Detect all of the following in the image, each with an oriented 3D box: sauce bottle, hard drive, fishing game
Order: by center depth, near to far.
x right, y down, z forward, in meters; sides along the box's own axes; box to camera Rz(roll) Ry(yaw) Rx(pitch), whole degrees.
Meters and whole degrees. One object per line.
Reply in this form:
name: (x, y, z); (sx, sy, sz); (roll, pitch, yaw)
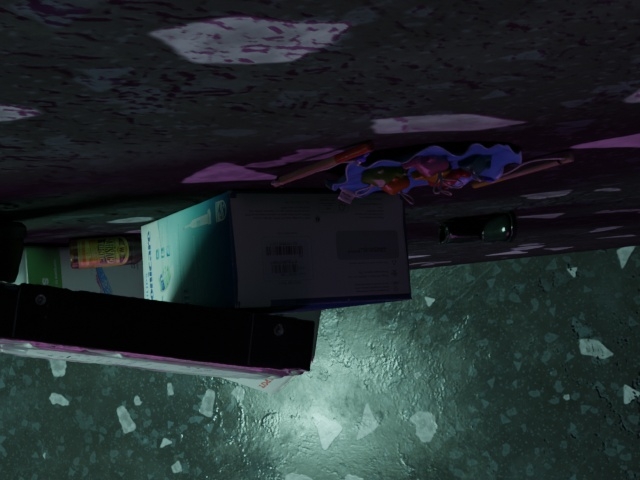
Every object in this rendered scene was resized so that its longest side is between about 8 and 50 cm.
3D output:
fishing game: (0.094, -0.055, 0.947); (0.264, 0.041, 0.189); (-1, 171, -40)
hard drive: (-0.199, 0.102, 1.087); (0.338, 0.064, 0.237); (10, 169, -16)
sauce bottle: (-0.272, 0.013, 1.367); (0.128, 0.042, 0.042); (-7, 176, -13)

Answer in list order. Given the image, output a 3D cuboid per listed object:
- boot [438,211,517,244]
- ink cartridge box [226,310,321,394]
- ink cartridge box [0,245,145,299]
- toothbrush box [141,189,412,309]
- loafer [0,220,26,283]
boot: (0.236, -0.017, 1.545); (0.099, 0.045, 0.121); (-1, 175, -8)
ink cartridge box: (-0.158, 0.143, 1.715); (0.272, 0.114, 0.197); (22, 147, -14)
ink cartridge box: (-0.402, 0.076, 1.508); (0.201, 0.117, 0.278); (-8, 175, 29)
toothbrush box: (-0.063, 0.023, 1.193); (0.216, 0.126, 0.295); (-1, 175, -29)
loafer: (-0.422, 0.026, 1.120); (0.220, 0.078, 0.080); (-8, 175, 26)
